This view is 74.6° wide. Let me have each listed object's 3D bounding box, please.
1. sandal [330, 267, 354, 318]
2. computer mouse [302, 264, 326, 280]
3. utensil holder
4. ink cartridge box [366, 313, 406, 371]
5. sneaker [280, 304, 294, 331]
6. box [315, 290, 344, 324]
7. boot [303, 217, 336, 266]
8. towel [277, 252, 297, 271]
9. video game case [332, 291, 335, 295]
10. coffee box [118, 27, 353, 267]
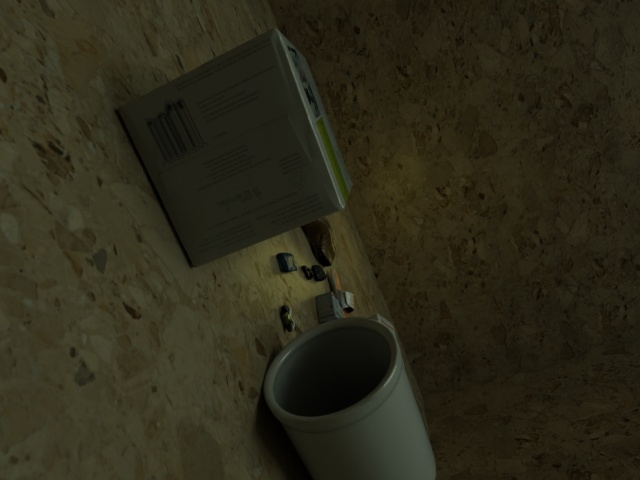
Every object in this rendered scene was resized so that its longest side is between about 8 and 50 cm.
[{"bbox_3d":[0.108,0.242,1.919,0.102,0.076,0.265,43,31,-65],"label":"sandal"},{"bbox_3d":[-0.019,0.126,1.687,0.242,0.041,0.071,23,50,-73],"label":"computer mouse"},{"bbox_3d":[0.088,0.438,1.021,0.328,0.327,0.386,-82,151,-65],"label":"utensil holder"},{"bbox_3d":[0.278,0.499,1.891,0.201,0.117,0.278,41,31,-50],"label":"ink cartridge box"},{"bbox_3d":[-0.100,0.227,1.222,0.035,0.031,0.083,33,33,-48],"label":"sneaker"},{"bbox_3d":[0.043,0.290,1.632,0.126,0.072,0.137,55,21,-50],"label":"box"},{"bbox_3d":[0.000,0.000,1.836,0.305,0.112,0.115,61,26,-44],"label":"boot"},{"bbox_3d":[-0.109,0.072,1.406,0.119,0.029,0.067,12,59,-75],"label":"towel"},{"bbox_3d":[0.078,0.301,1.906,0.087,0.011,0.122,52,22,-58],"label":"video game case"},{"bbox_3d":[-0.146,-0.194,0.927,0.334,0.337,0.338,-66,135,-73],"label":"coffee box"}]
